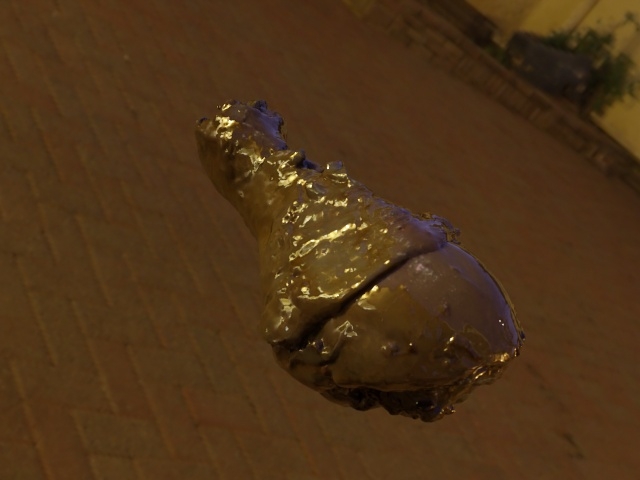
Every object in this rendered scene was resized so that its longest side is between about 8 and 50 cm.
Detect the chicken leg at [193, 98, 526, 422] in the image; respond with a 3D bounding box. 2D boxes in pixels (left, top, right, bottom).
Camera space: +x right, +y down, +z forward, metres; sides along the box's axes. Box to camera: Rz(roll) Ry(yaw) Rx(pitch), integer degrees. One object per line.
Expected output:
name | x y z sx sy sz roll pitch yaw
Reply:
chicken leg | -0.002 0.000 0.448 0.069 0.085 0.198 20 22 -49
